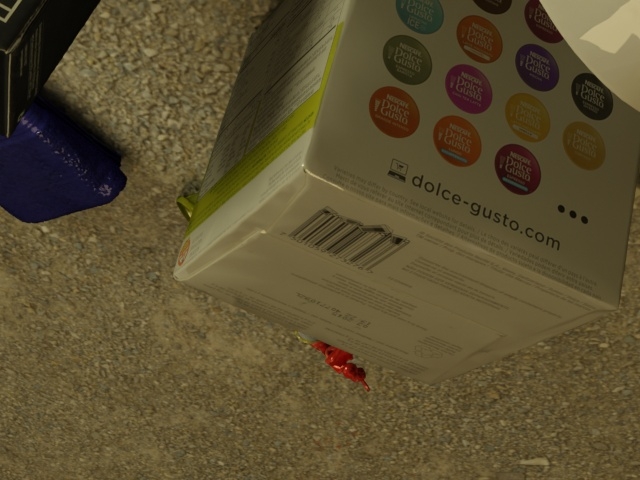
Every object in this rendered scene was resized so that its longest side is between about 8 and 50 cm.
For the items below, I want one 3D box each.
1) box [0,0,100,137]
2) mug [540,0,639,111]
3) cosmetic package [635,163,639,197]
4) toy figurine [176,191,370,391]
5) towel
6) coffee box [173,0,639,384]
[{"bbox_3d":[-0.343,-0.307,1.219,0.296,0.294,0.183,28,155,-1],"label":"box"},{"bbox_3d":[0.365,-0.261,1.064,0.276,0.374,0.328,31,133,-30],"label":"mug"},{"bbox_3d":[0.330,-0.096,1.550,0.115,0.060,0.041,30,140,-20],"label":"cosmetic package"},{"bbox_3d":[0.000,0.000,1.724,0.362,0.217,0.191,42,180,36],"label":"toy figurine"},{"bbox_3d":[-0.421,-0.146,1.704,0.227,0.076,0.308,-11,138,39],"label":"towel"},{"bbox_3d":[0.096,-0.089,1.359,0.337,0.334,0.338,24,153,-17],"label":"coffee box"}]
